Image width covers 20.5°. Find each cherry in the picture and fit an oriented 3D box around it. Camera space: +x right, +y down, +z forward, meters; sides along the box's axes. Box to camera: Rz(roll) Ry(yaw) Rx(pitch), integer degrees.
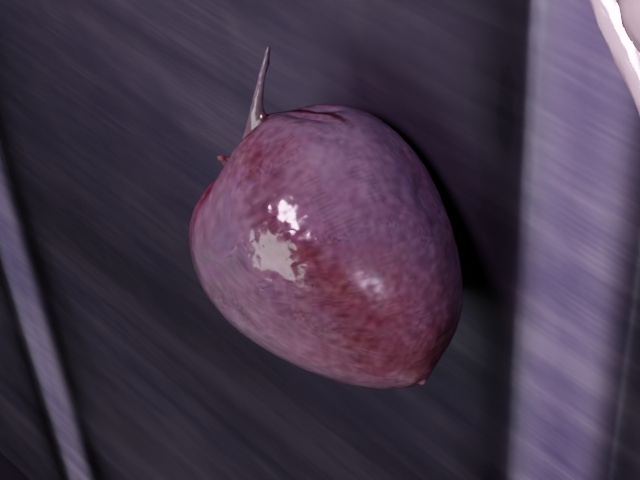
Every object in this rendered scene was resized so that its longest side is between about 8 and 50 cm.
[{"bbox_3d":[0.000,0.000,1.336,0.266,0.183,0.213,56,163,5],"label":"cherry"}]

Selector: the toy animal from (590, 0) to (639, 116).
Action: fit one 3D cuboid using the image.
[{"bbox_3d":[0.213,-0.103,0.727,0.265,0.206,0.272,50,119,5],"label":"toy animal"}]
